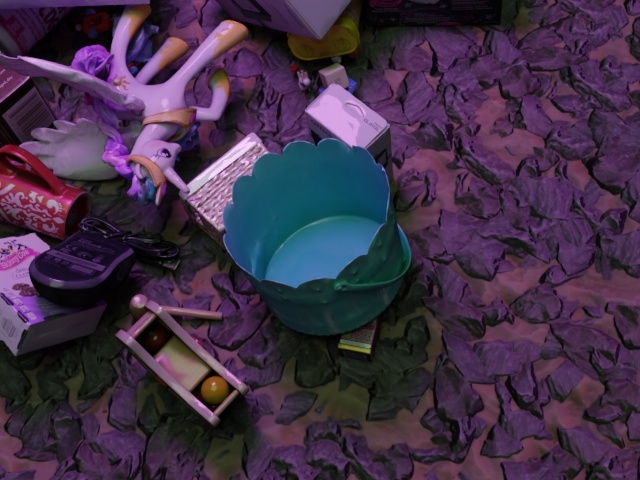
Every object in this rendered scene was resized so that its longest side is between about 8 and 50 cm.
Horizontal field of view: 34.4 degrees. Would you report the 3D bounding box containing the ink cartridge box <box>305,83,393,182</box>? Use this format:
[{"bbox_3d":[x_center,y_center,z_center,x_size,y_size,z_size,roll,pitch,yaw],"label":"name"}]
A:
[{"bbox_3d":[0.049,-0.158,1.704,0.127,0.175,0.072,40,75,22],"label":"ink cartridge box"}]

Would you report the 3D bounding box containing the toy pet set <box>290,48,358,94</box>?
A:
[{"bbox_3d":[0.025,-0.290,1.848,0.122,0.065,0.114,-26,30,-9],"label":"toy pet set"}]

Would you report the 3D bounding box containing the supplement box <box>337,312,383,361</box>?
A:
[{"bbox_3d":[0.063,0.143,1.631,0.055,0.043,0.083,10,67,13],"label":"supplement box"}]

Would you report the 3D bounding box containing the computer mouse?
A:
[{"bbox_3d":[-0.362,0.048,1.652,0.189,0.072,0.272,20,24,14],"label":"computer mouse"}]

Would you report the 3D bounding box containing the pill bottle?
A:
[{"bbox_3d":[-0.534,-0.482,1.933,0.160,0.160,0.283,33,73,20],"label":"pill bottle"}]

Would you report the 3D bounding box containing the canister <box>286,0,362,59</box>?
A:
[{"bbox_3d":[0.015,-0.416,1.868,0.126,0.073,0.169,-6,53,21],"label":"canister"}]

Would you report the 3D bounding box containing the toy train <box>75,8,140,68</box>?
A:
[{"bbox_3d":[-0.386,-0.364,1.928,0.125,0.046,0.166,-18,66,10],"label":"toy train"}]

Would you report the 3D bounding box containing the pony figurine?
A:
[{"bbox_3d":[-0.327,-0.237,1.735,0.351,0.302,0.363,16,59,10],"label":"pony figurine"}]

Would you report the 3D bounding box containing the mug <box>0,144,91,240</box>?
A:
[{"bbox_3d":[-0.489,-0.073,1.744,0.169,0.150,0.113,20,71,11],"label":"mug"}]

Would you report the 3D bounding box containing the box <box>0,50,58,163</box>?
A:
[{"bbox_3d":[-0.604,-0.243,1.822,0.203,0.168,0.167,38,75,21],"label":"box"}]

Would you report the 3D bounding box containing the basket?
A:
[{"bbox_3d":[-0.134,-0.075,1.721,0.167,0.113,0.103,-41,69,-12],"label":"basket"}]

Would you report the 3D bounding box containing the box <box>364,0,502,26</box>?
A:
[{"bbox_3d":[0.204,-0.494,1.866,0.247,0.142,0.163,1,65,6],"label":"box"}]

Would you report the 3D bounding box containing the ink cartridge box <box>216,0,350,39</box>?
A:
[{"bbox_3d":[-0.055,-0.488,1.824,0.211,0.121,0.289,-54,40,-8],"label":"ink cartridge box"}]

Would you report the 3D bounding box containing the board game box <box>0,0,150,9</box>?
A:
[{"bbox_3d":[-0.451,-0.541,1.824,0.319,0.066,0.317,-3,55,0],"label":"board game box"}]

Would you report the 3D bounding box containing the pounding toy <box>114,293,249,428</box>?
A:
[{"bbox_3d":[-0.206,0.152,1.596,0.269,0.154,0.155,38,74,20],"label":"pounding toy"}]

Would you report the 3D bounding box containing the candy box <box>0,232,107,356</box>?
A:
[{"bbox_3d":[-0.472,0.081,1.655,0.196,0.165,0.070,40,118,21],"label":"candy box"}]

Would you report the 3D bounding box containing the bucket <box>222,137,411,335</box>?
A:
[{"bbox_3d":[0.000,0.000,1.601,0.281,0.183,0.281,-9,53,12],"label":"bucket"}]
